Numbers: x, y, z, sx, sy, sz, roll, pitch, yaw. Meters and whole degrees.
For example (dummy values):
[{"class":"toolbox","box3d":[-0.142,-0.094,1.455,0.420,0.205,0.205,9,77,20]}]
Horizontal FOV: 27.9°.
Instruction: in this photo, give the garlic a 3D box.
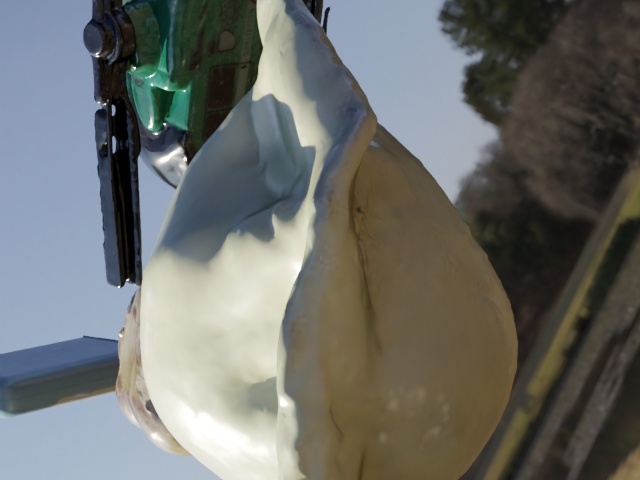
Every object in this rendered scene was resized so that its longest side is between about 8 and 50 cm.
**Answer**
[{"class":"garlic","box3d":[-0.093,0.086,0.944,0.159,0.102,0.147,124,141,-56]}]

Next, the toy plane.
[{"class":"toy plane","box3d":[-0.079,-0.164,0.786,0.155,0.106,0.382,-21,-51,-44]}]

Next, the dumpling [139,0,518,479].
[{"class":"dumpling","box3d":[0.000,0.000,0.456,0.252,0.131,0.179,-89,-8,-48]}]

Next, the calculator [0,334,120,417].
[{"class":"calculator","box3d":[-0.244,0.120,1.158,0.210,0.121,0.039,-9,-82,-46]}]
